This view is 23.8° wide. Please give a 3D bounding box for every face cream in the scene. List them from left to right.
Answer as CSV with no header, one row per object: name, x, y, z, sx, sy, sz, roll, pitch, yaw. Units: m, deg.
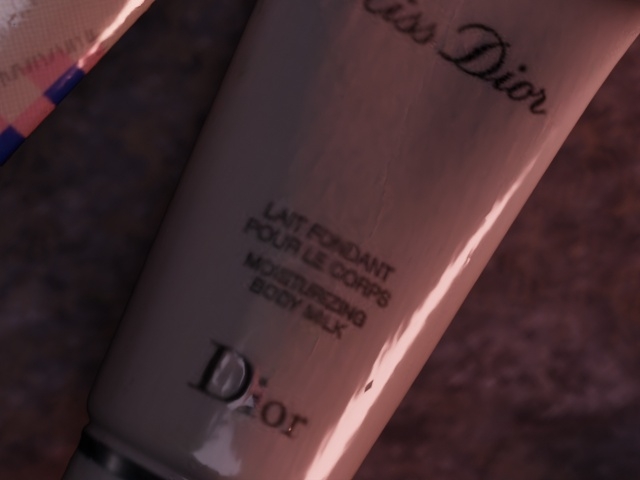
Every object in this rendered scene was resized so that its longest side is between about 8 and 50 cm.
face cream,0.000,0.000,0.533,0.143,0.089,0.314,29,83,-11

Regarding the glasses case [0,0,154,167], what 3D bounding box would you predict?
glasses case,-0.169,-0.049,0.499,0.125,0.076,0.327,43,90,-10
